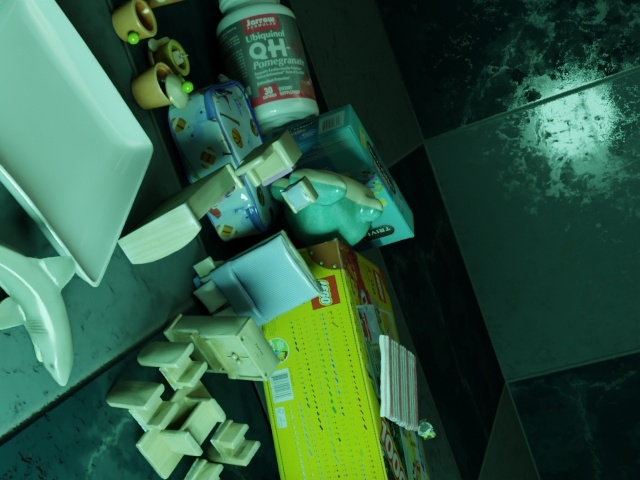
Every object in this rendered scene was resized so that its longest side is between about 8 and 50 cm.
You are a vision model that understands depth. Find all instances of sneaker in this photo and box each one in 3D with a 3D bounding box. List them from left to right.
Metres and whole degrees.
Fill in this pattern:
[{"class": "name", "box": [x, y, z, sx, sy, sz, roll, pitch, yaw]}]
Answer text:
[{"class": "sneaker", "box": [0.207, 0.372, 1.833, 0.083, 0.031, 0.035, 63, 3, -57]}]

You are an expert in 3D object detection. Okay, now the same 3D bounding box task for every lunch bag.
[{"class": "lunch bag", "box": [-0.166, -0.160, 1.735, 0.243, 0.114, 0.304, -41, 113, -70]}]

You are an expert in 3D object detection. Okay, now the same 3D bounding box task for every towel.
[{"class": "towel", "box": [0.137, 0.260, 1.647, 0.197, 0.029, 0.144, 41, 45, -61]}]

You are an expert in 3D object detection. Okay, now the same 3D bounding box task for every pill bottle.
[{"class": "pill bottle", "box": [-0.122, -0.391, 1.940, 0.176, 0.176, 0.319, 9, 65, -68]}]

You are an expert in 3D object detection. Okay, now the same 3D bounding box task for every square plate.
[{"class": "square plate", "box": [-0.376, -0.161, 1.279, 0.347, 0.049, 0.344, 58, 25, -33]}]

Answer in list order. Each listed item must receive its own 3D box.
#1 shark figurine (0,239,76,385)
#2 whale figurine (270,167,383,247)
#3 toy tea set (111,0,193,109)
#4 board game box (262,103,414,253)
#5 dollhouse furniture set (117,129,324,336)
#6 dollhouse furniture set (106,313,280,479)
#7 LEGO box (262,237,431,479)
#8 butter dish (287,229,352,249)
[{"class": "shark figurine", "box": [-0.356, 0.036, 1.085, 0.278, 0.116, 0.166, 52, 27, -47]}, {"class": "whale figurine", "box": [0.005, -0.056, 1.688, 0.272, 0.216, 0.141, 50, 54, -81]}, {"class": "toy tea set", "box": [-0.274, -0.388, 1.617, 0.200, 0.124, 0.336, -5, 78, -69]}, {"class": "board game box", "box": [0.020, -0.107, 1.965, 0.336, 0.253, 0.079, 56, 26, -39]}, {"class": "dollhouse furniture set", "box": [-0.112, 0.040, 1.462, 0.303, 0.286, 0.198, 58, 26, -13]}, {"class": "dollhouse furniture set", "box": [-0.198, 0.231, 1.362, 0.242, 0.161, 0.212, -55, 128, -38]}, {"class": "LEGO box", "box": [0.044, 0.288, 1.741, 0.372, 0.193, 0.501, 33, 44, -69]}, {"class": "butter dish", "box": [0.000, 0.000, 1.929, 0.160, 0.159, 0.118, 23, 85, -64]}]
